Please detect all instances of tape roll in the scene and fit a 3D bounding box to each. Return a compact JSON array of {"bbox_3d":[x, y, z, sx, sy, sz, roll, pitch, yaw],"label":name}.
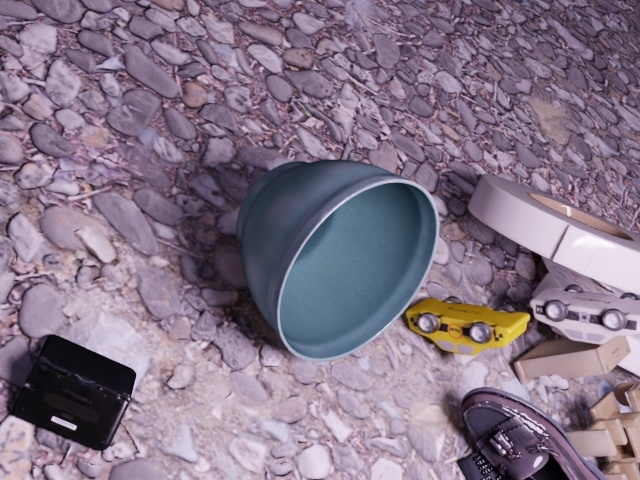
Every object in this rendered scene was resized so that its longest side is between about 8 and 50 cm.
[{"bbox_3d":[0.458,-0.014,1.552,0.392,0.072,0.392,22,13,-5],"label":"tape roll"}]

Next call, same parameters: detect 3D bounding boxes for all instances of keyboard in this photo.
[{"bbox_3d":[0.277,0.400,1.252,0.100,0.038,0.192,-13,63,-41],"label":"keyboard"}]

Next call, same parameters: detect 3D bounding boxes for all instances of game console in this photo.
[{"bbox_3d":[-0.298,0.185,1.042,0.122,0.071,0.107,27,74,-14],"label":"game console"}]

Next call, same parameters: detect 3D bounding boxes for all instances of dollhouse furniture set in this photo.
[{"bbox_3d":[0.459,0.288,1.434,0.212,0.161,0.242,-22,93,-44],"label":"dollhouse furniture set"}]

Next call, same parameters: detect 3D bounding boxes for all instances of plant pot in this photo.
[{"bbox_3d":[0.000,0.000,1.238,0.293,0.293,0.196,-10,36,-40],"label":"plant pot"}]

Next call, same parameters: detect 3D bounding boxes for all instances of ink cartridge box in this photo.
[{"bbox_3d":[0.541,0.145,1.629,0.296,0.066,0.261,27,21,-14],"label":"ink cartridge box"}]

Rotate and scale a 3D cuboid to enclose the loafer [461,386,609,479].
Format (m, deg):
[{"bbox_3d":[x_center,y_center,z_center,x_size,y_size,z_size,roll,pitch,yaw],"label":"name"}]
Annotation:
[{"bbox_3d":[0.333,0.341,1.277,0.302,0.109,0.095,40,34,-8],"label":"loafer"}]

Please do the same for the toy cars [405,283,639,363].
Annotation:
[{"bbox_3d":[0.339,0.141,1.374,0.394,0.087,0.176,-5,15,-4],"label":"toy cars"}]
